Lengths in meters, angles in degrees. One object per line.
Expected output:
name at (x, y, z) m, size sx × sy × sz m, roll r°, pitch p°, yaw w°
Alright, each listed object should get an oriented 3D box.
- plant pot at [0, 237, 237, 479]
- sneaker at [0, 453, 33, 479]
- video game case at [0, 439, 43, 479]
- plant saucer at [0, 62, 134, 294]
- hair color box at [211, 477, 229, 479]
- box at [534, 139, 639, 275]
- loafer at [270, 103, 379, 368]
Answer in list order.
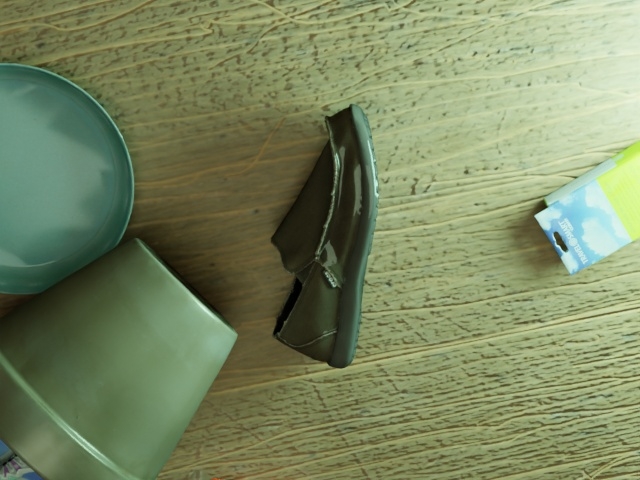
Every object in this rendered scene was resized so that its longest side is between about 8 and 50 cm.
plant pot at (-0.272, 0.157, 1.711) m, size 0.323 × 0.323 × 0.280 m, roll 44°, pitch 87°, yaw -14°
sneaker at (-0.412, 0.290, 1.813) m, size 0.098 × 0.038 × 0.069 m, roll -11°, pitch 106°, yaw -9°
video game case at (-0.498, 0.308, 1.868) m, size 0.244 × 0.061 × 0.269 m, roll -43°, pitch 104°, yaw 12°
plant saucer at (-0.403, -0.082, 1.739) m, size 0.318 × 0.043 × 0.317 m, roll 0°, pitch 109°, yaw 0°
hair color box at (-0.085, 0.408, 1.912) m, size 0.167 × 0.053 × 0.093 m, roll 9°, pitch 108°, yaw -5°
box at (0.385, -0.044, 1.762) m, size 0.178 × 0.042 × 0.109 m, roll -31°, pitch 106°, yaw 10°
loafer at (0.000, 0.000, 1.724) m, size 0.130 × 0.134 × 0.365 m, roll 5°, pitch 109°, yaw -3°
